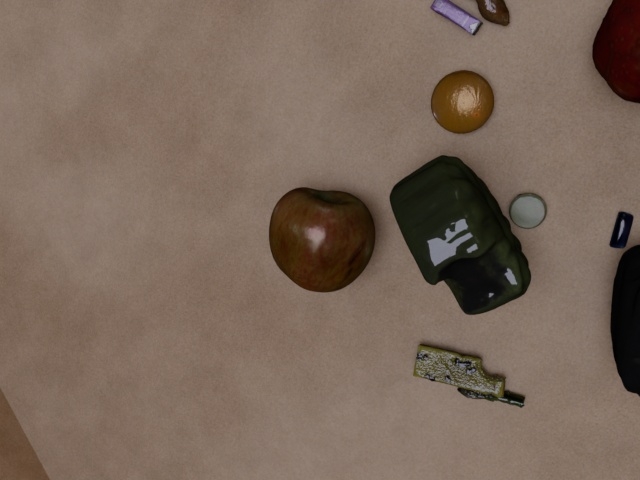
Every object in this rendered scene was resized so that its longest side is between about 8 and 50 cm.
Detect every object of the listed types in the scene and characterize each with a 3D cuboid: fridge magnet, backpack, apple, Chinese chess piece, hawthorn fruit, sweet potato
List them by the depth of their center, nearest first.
[{"bbox_3d":[0.655,-0.376,1.196,0.265,0.307,0.265,8,110,23],"label":"hawthorn fruit"},{"bbox_3d":[0.830,0.178,1.281,0.446,0.255,0.363,1,115,17],"label":"backpack"},{"bbox_3d":[0.339,-0.555,1.408,0.218,0.051,0.065,45,115,6],"label":"sweet potato"},{"bbox_3d":[0.324,-0.316,1.460,0.143,0.063,0.143,5,104,21],"label":"fridge magnet"},{"bbox_3d":[0.478,-0.068,1.474,0.084,0.034,0.084,5,105,18],"label":"Chinese chess piece"},{"bbox_3d":[0.000,0.000,1.549,0.264,0.264,0.264,4,103,19],"label":"apple"}]

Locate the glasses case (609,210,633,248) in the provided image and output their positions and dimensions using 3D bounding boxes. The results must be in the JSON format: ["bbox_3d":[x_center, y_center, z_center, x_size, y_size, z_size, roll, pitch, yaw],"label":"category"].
[{"bbox_3d":[0.669,-0.021,1.419,0.033,0.023,0.083,14,107,19],"label":"glasses case"}]

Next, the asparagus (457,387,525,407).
[{"bbox_3d":[0.423,0.386,1.592,0.165,0.030,0.036,6,65,18],"label":"asparagus"}]

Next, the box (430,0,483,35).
[{"bbox_3d":[0.305,-0.504,1.433,0.117,0.050,0.036,37,113,11],"label":"box"}]

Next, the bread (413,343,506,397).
[{"bbox_3d":[0.346,0.323,1.589,0.226,0.049,0.088,10,83,17],"label":"bread"}]

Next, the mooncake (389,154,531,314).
[{"bbox_3d":[0.309,-0.016,1.394,0.187,0.351,0.351,-36,88,22],"label":"mooncake"}]
